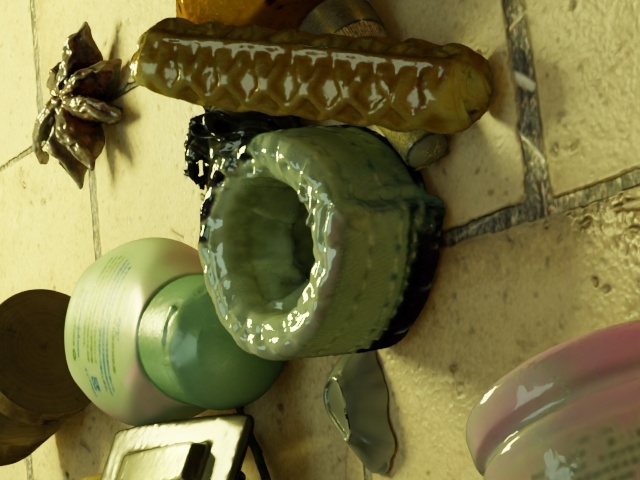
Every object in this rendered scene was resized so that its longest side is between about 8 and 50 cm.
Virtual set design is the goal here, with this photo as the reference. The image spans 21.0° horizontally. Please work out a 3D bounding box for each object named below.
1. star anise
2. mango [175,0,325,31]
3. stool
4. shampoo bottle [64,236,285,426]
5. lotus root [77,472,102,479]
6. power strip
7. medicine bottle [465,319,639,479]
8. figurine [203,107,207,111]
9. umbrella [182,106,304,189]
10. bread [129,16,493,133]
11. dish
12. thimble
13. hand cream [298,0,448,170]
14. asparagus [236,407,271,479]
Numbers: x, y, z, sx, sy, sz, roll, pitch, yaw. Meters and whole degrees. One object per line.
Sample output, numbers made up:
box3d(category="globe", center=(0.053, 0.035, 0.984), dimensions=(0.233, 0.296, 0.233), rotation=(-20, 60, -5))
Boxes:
box3d(category="star anise", center=(-0.332, -0.169, 2.303), dimensions=(0.231, 0.089, 0.209), rotation=(-60, 32, 25))
box3d(category="mango", center=(-0.052, -0.281, 1.697), dimensions=(0.160, 0.191, 0.290), rotation=(37, 128, 10))
box3d(category="stool", center=(-0.416, 0.193, 2.374), dimensions=(0.264, 0.179, 0.179), rotation=(-39, 57, 55))
box3d(category="shampoo bottle", center=(-0.161, 0.107, 1.943), dimensions=(0.349, 0.151, 0.222), rotation=(1, 80, 61))
box3d(category="lotus root", center=(-0.257, 0.363, 2.089), dimensions=(0.310, 0.183, 0.183), rotation=(-16, 77, 61))
box3d(category="power strip", center=(-0.166, 0.317, 1.857), dimensions=(0.257, 0.092, 0.251), rotation=(-15, 56, 50))
box3d(category="medicine bottle", center=(0.241, 0.237, 1.167), dimensions=(0.212, 0.212, 0.325), rotation=(-52, 47, 48))
box3d(category="figurine", center=(-0.103, -0.134, 1.945), dimensions=(0.060, 0.047, 0.106), rotation=(47, -157, -69))
box3d(category="umbrella", center=(-0.091, -0.170, 1.842), dimensions=(0.154, 0.128, 0.337), rotation=(-38, 55, 57))
box3d(category="bread", center=(-0.014, -0.154, 1.584), dimensions=(0.367, 0.084, 0.077), rotation=(9, 123, 26))
box3d(category="dish", center=(0.032, 0.169, 1.712), dimensions=(0.091, 0.039, 0.137), rotation=(-55, 44, 46))
box3d(category="thimble", center=(0.000, 0.000, 1.638), dimensions=(0.237, 0.150, 0.237), rotation=(11, 104, 51))
box3d(category="hand cream", center=(0.058, -0.146, 1.632), dimensions=(0.203, 0.084, 0.084), rotation=(54, 136, 35))
box3d(category="asparagus", center=(-0.078, 0.221, 1.935), dimensions=(0.016, 0.016, 0.163), rotation=(-55, 42, 32))
